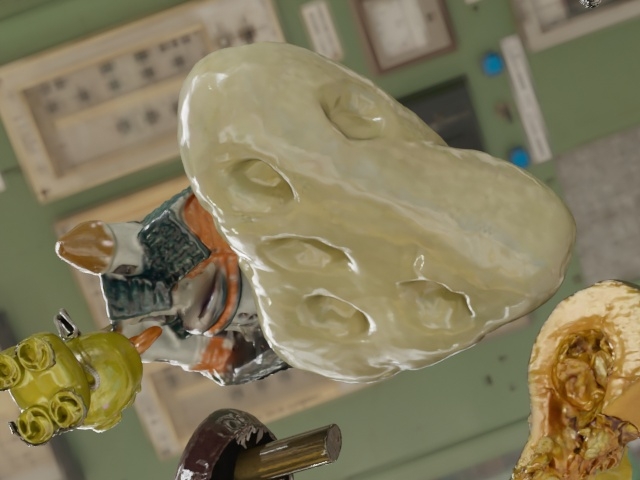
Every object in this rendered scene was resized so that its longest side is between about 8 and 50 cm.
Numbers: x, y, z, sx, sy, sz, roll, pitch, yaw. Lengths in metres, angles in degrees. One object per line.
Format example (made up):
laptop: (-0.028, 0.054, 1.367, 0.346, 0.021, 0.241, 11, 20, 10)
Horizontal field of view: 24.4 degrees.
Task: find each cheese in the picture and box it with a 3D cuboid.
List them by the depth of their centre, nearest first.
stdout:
cheese: (0.000, 0.000, 1.301, 0.328, 0.351, 0.130, -48, 20, 52)

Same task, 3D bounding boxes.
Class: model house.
model house: (-0.165, 0.053, 1.696, 0.271, 0.300, 0.190, -32, 62, 46)

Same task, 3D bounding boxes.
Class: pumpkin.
pumpkin: (0.319, 0.188, 1.572, 0.139, 0.190, 0.281, 30, -117, -38)

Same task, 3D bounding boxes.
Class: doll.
doll: (-0.257, 0.141, 1.569, 0.135, 0.143, 0.221, 60, -160, 0)

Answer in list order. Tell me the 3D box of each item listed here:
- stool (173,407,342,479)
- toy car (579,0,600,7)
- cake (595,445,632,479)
stool: (-0.060, 0.353, 1.866, 0.272, 0.178, 0.272, 2, -90, -66)
toy car: (0.280, -0.288, 1.547, 0.041, 0.025, 0.093, -124, 22, -45)
cake: (0.413, 0.392, 2.280, 0.116, 0.185, 0.080, 22, -169, -34)
